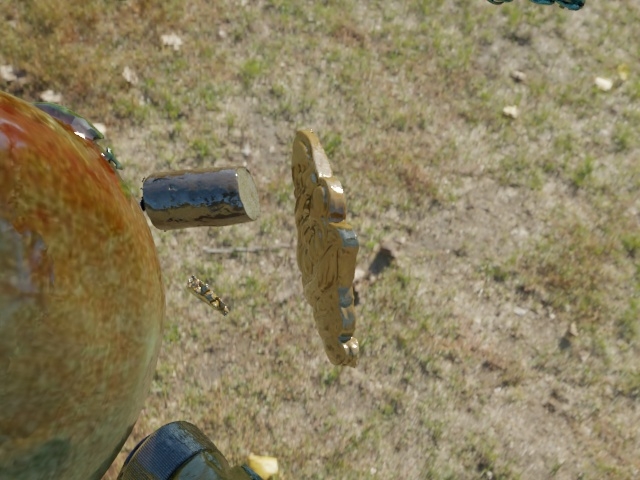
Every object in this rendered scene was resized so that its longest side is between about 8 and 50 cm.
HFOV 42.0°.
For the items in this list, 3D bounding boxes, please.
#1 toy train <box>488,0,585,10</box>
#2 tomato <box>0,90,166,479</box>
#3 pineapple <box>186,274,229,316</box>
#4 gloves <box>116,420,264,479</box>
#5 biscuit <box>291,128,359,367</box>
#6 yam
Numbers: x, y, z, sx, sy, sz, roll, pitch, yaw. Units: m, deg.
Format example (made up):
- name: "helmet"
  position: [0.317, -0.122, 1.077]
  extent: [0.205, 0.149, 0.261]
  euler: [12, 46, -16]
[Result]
- name: "toy train"
  position: [0.153, -0.217, 0.649]
  extent: [0.148, 0.038, 0.071]
  euler: [1, 59, -26]
- name: "tomato"
  position: [-0.235, 0.047, 0.392]
  extent: [0.303, 0.303, 0.239]
  euler: [0, 86, -7]
- name: "pineapple"
  position: [-0.163, 0.073, 1.161]
  extent: [0.083, 0.045, 0.019]
  euler: [31, 72, 39]
- name: "gloves"
  position: [-0.062, 0.287, 0.730]
  extent: [0.141, 0.154, 0.331]
  euler: [-5, 30, -39]
- name: "biscuit"
  position: [0.000, 0.000, 0.780]
  extent: [0.035, 0.162, 0.250]
  euler: [-1, 61, -16]
- name: "yam"
  position: [-0.146, -0.053, 1.021]
  extent: [0.127, 0.084, 0.084]
  euler: [-7, 51, 14]
